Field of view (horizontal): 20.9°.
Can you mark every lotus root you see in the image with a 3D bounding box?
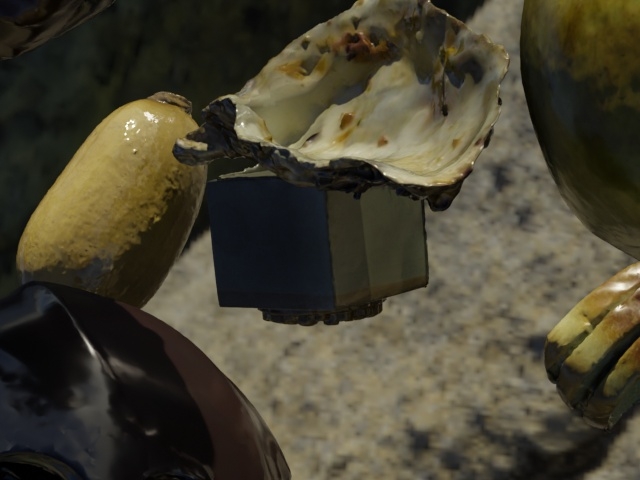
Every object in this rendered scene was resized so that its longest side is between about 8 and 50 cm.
[{"bbox_3d":[-0.204,-0.016,1.705,0.131,0.146,0.303,6,62,60],"label":"lotus root"}]

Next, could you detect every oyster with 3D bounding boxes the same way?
[{"bbox_3d":[0.030,-0.113,1.421,0.204,0.111,0.396,-45,29,-16],"label":"oyster"}]

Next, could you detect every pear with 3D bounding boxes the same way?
[{"bbox_3d":[0.264,-0.119,0.972,0.304,0.304,0.304,-13,73,46],"label":"pear"}]

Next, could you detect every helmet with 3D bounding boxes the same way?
[{"bbox_3d":[-0.125,0.142,1.034,0.225,0.305,0.177,-49,14,53],"label":"helmet"}]

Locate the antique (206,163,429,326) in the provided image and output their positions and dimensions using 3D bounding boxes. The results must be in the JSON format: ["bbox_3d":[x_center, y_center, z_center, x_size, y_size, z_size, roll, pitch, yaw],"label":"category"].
[{"bbox_3d":[0.000,0.000,1.590,0.147,0.152,0.148,-1,97,39],"label":"antique"}]

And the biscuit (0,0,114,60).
[{"bbox_3d":[-0.195,-0.233,0.943,0.366,0.115,0.268,-13,101,52],"label":"biscuit"}]

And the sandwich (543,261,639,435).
[{"bbox_3d":[0.352,0.102,1.790,0.254,0.288,0.099,-40,66,-5],"label":"sandwich"}]
